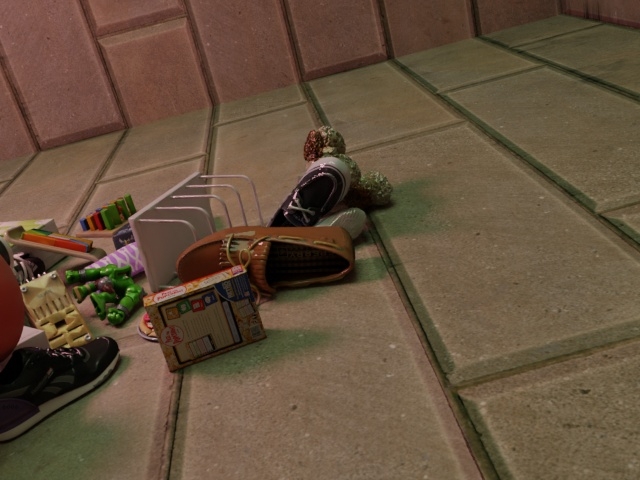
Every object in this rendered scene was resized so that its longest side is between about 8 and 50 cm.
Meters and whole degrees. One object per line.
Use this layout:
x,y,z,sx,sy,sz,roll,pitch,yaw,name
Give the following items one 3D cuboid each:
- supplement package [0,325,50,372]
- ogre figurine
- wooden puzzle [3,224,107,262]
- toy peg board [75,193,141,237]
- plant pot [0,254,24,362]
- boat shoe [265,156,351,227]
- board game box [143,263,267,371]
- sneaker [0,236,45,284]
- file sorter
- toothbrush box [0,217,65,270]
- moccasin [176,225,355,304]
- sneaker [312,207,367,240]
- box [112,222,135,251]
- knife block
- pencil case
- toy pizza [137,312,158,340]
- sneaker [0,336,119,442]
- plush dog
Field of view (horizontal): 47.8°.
-0.624,0.234,1.433,0.179,0.105,0.105,4,23,37,supplement package
-0.478,0.112,1.638,0.197,0.096,0.118,14,30,42,ogre figurine
-0.667,0.006,1.850,0.239,0.044,0.221,18,1,-13,wooden puzzle
-0.647,-0.080,2.203,0.161,0.079,0.161,0,27,30,toy peg board
-0.684,0.141,1.205,0.275,0.274,0.243,-7,13,17,plant pot
-0.041,-0.076,1.674,0.301,0.108,0.102,-39,12,42,boat shoe
-0.213,0.144,1.347,0.194,0.146,0.045,-18,24,-10,board game box
-0.760,0.058,1.706,0.447,0.169,0.257,-31,2,44,sneaker
-0.281,-0.024,1.721,0.173,0.192,0.277,2,28,27,file sorter
-0.893,0.040,2.025,0.283,0.122,0.206,-3,26,29,toothbrush box
-0.117,0.051,1.527,0.380,0.139,0.147,1,22,1,moccasin
0.000,0.000,1.656,0.237,0.085,0.086,-27,-7,-14,sneaker
-0.429,-0.034,1.957,0.233,0.059,0.183,-15,11,-1,box
-0.580,0.184,1.584,0.088,0.242,0.275,-28,71,-25,knife block
-0.478,0.064,1.780,0.206,0.086,0.088,-32,72,-33,pencil case
-0.294,0.147,1.534,0.201,0.032,0.201,-12,23,5,toy pizza
-0.497,0.238,1.331,0.107,0.124,0.283,6,30,38,sneaker
0.029,-0.150,1.780,0.210,0.262,0.225,-45,-8,-1,plush dog
